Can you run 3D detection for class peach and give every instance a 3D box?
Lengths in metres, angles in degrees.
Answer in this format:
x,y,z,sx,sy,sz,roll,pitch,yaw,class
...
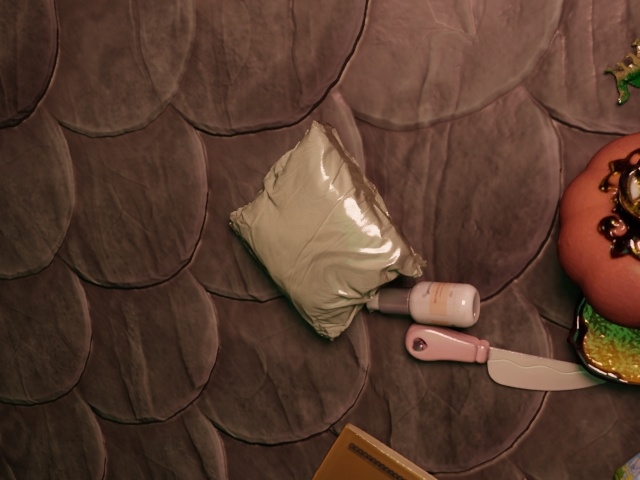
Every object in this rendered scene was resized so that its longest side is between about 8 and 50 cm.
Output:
x,y,z,sx,sy,sz,roll,pitch,yaw,class
0.516,0.111,0.919,0.279,0.068,0.189,-26,83,26,peach

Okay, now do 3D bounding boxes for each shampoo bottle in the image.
x,y,z,sx,sy,sz,roll,pitch,yaw,class
0.171,0.105,1.036,0.192,0.074,0.074,3,104,29,shampoo bottle

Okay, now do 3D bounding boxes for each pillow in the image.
x,y,z,sx,sy,sz,roll,pitch,yaw,class
0.000,0.000,1.039,0.283,0.138,0.310,-40,83,34,pillow

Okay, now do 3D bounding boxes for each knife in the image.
x,y,z,sx,sy,sz,roll,pitch,yaw,class
0.308,0.210,1.032,0.335,0.043,0.081,14,112,14,knife

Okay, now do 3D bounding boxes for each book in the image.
x,y,z,sx,sy,sz,roll,pitch,yaw,class
0.078,0.572,1.200,0.269,0.032,0.389,30,111,9,book

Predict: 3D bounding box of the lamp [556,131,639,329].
x,y,z,sx,sy,sz,roll,pitch,yaw,class
0.462,-0.024,0.787,0.305,0.239,0.306,-14,61,27,lamp

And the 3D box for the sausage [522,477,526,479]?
x,y,z,sx,sy,sz,roll,pitch,yaw,class
0.431,0.531,1.065,0.032,0.033,0.269,-33,90,23,sausage

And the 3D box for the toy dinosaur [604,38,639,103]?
x,y,z,sx,sy,sz,roll,pitch,yaw,class
0.466,-0.256,0.877,0.060,0.029,0.119,42,107,-11,toy dinosaur

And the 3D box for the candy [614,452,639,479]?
x,y,z,sx,sy,sz,roll,pitch,yaw,class
0.577,0.358,0.959,0.097,0.062,0.194,42,111,7,candy
